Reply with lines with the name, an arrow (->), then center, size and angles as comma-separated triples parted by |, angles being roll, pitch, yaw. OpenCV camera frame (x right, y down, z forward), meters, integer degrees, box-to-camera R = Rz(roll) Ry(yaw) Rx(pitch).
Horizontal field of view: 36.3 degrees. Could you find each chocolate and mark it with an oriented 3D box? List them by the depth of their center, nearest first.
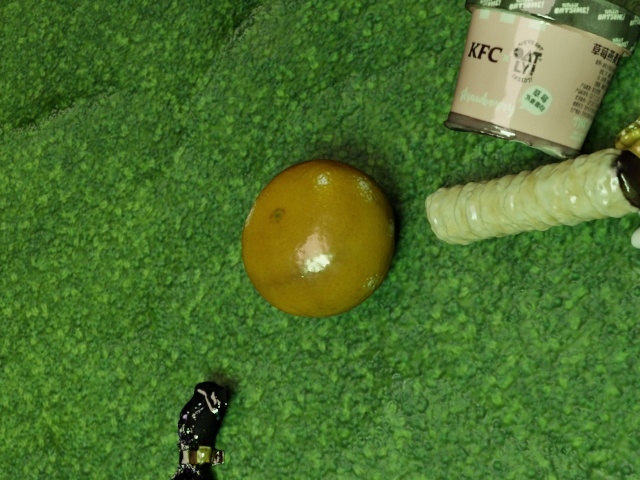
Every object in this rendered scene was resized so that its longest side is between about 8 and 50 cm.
chocolate -> -0.124, 0.221, 1.007 | 0.072, 0.070, 0.147 | 0, 69, 41

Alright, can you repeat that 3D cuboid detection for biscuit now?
biscuit -> 0.182, -0.036, 0.837 | 0.219, 0.055, 0.061 | -15, 113, 51

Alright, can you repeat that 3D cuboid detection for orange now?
orange -> 0.000, 0.000, 0.939 | 0.156, 0.124, 0.156 | -22, 52, 32

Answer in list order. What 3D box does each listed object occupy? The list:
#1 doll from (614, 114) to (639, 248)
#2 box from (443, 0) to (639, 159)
doll -> 0.310, -0.015, 0.782 | 0.129, 0.081, 0.207 | -43, 62, 37
box -> 0.185, -0.145, 0.852 | 0.151, 0.151, 0.135 | 24, 101, 32
